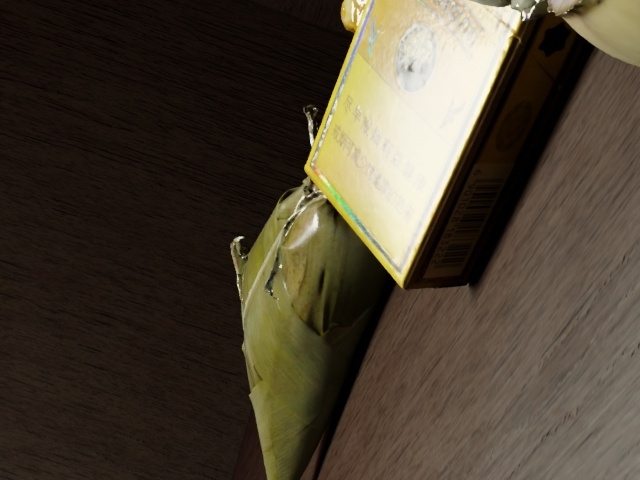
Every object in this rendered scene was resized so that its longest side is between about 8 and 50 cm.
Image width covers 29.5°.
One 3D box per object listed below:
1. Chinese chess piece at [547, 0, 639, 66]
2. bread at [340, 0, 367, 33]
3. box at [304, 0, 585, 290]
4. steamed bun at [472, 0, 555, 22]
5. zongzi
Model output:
[{"bbox_3d":[0.208,-0.218,0.613,0.270,0.112,0.270,-161,90,-86],"label":"Chinese chess piece"},{"bbox_3d":[0.157,-0.321,1.207,0.148,0.195,0.344,-15,-46,-52],"label":"bread"},{"bbox_3d":[0.105,-0.132,1.076,0.193,0.084,0.302,51,132,39],"label":"box"},{"bbox_3d":[0.104,-0.363,0.920,0.237,0.346,0.394,77,167,-48],"label":"steamed bun"},{"bbox_3d":[0.007,0.095,1.543,0.447,0.181,0.418,125,148,-62],"label":"zongzi"}]
